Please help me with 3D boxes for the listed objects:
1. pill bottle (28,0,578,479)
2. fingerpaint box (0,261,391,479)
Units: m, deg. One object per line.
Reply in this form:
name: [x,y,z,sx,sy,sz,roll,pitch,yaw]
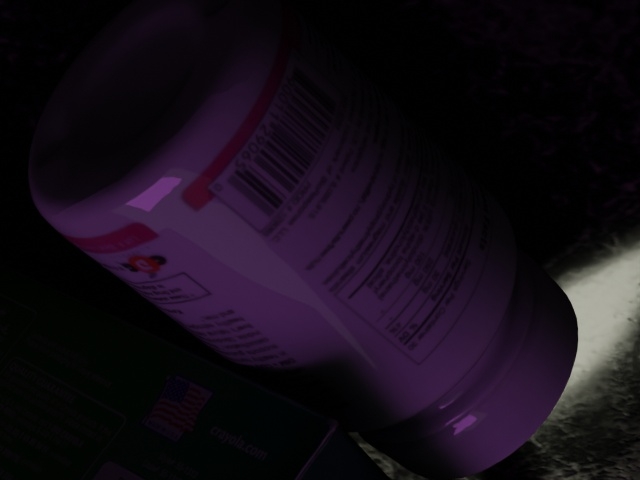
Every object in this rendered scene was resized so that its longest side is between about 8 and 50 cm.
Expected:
pill bottle: [0.000,0.000,1.005,0.160,0.160,0.283,-17,134,39]
fingerpaint box: [-0.081,0.193,1.174,0.445,0.163,0.371,20,158,47]
